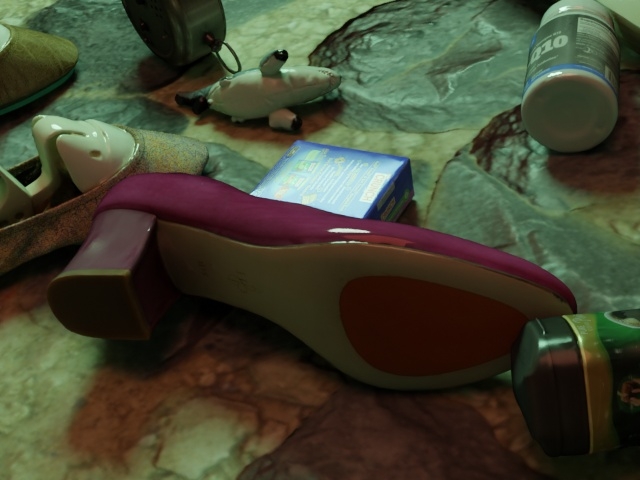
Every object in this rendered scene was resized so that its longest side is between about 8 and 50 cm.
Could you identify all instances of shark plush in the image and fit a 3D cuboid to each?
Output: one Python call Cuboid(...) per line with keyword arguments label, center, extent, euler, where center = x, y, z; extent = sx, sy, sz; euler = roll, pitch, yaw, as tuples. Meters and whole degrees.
Cuboid(label="shark plush", center=(-0.062, -0.132, 1.104), extent=(0.161, 0.073, 0.067), euler=(-16, 13, 31))

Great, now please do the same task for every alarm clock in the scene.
Cuboid(label="alarm clock", center=(-0.140, -0.225, 1.165), extent=(0.064, 0.129, 0.192), euler=(-36, 64, -23))

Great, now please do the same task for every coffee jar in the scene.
Cuboid(label="coffee jar", center=(0.207, 0.079, 0.701), extent=(0.184, 0.079, 0.096), euler=(-6, 8, 4))

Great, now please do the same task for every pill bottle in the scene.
Cuboid(label="pill bottle", center=(0.212, -0.143, 0.991), extent=(0.078, 0.078, 0.137), euler=(-1, 40, 16))

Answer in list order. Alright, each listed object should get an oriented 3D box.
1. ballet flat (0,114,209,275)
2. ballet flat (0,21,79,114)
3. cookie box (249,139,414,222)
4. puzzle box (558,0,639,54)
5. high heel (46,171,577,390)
Cuboid(label="ballet flat", center=(-0.238, -0.039, 0.973), extent=(0.316, 0.106, 0.107), euler=(-29, 41, -19))
Cuboid(label="ballet flat", center=(-0.407, -0.158, 1.155), extent=(0.342, 0.124, 0.116), euler=(-25, 40, -15))
Cuboid(label="cookie box", center=(0.008, -0.033, 0.946), extent=(0.107, 0.040, 0.092), euler=(12, 45, 29))
Cuboid(label="puzzle box", center=(0.328, -0.313, 1.092), extent=(0.272, 0.052, 0.409), euler=(-40, 48, -1))
Cuboid(label="high heel", center=(0.000, 0.000, 0.850), extent=(0.377, 0.127, 0.181), euler=(6, 35, 16))
